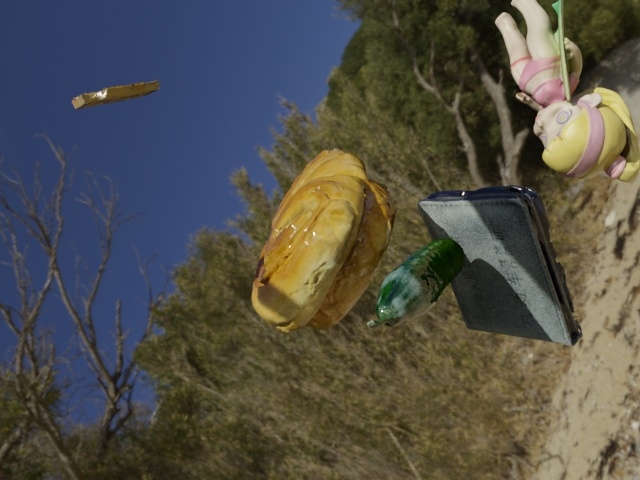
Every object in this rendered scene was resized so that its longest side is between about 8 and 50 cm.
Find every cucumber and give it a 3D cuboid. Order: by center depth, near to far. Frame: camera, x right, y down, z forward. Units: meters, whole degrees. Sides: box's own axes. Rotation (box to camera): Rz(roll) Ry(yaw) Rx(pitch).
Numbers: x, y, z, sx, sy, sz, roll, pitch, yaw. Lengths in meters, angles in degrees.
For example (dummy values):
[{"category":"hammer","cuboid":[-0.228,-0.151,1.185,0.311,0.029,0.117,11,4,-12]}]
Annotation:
[{"category":"cucumber","cuboid":[0.109,0.039,0.640,0.250,0.056,0.056,-30,-47,-58]}]

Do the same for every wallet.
[{"category":"wallet","cuboid":[0.221,0.032,0.762,0.036,0.167,0.222,-38,-66,-33]}]

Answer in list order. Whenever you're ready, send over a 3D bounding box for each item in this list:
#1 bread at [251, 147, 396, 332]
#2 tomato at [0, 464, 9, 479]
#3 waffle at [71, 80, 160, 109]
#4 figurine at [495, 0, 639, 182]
[{"category":"bread","cuboid":[-0.002,0.002,0.730,0.198,0.120,0.236,-56,13,29]},{"category":"tomato","cuboid":[-0.372,0.254,0.488,0.170,0.308,0.309,-12,-62,-78]},{"category":"waffle","cuboid":[-0.354,-0.254,1.048,0.135,0.092,0.021,-22,-74,-33]},{"category":"figurine","cuboid":[0.204,-0.128,0.507,0.083,0.083,0.187,51,-161,-64]}]
